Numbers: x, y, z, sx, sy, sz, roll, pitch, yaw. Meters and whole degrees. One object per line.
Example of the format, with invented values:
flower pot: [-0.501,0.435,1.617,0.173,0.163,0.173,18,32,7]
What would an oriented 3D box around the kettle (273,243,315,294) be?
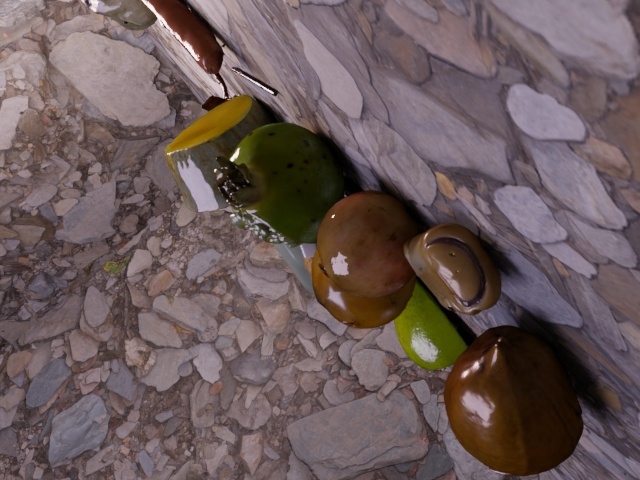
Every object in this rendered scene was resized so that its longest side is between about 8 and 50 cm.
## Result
kettle: [0.000,0.000,1.900,0.361,0.250,0.376,17,154,41]

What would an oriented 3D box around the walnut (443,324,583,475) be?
walnut: [0.289,0.239,0.863,0.209,0.209,0.336,45,169,44]

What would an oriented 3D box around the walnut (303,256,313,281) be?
walnut: [0.061,0.056,1.627,0.198,0.198,0.245,47,-143,17]

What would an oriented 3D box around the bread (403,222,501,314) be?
bread: [0.189,0.039,0.809,0.134,0.081,0.225,53,179,3]

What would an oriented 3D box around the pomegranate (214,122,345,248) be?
pomegranate: [-0.088,-0.110,1.116,0.260,0.260,0.341,47,-162,16]

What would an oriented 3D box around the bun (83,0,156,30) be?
bun: [-0.562,-0.687,1.528,0.273,0.168,0.273,42,-178,-2]

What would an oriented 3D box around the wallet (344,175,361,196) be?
wallet: [0.083,-0.088,1.215,0.129,0.026,0.088,47,177,30]

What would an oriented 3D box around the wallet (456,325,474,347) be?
wallet: [0.436,0.321,1.412,0.244,0.025,0.124,45,176,41]

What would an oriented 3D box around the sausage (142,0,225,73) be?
sausage: [-0.322,-0.501,1.266,0.326,0.079,0.087,49,-172,13]

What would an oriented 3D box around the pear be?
pear: [0.255,0.204,1.473,0.239,0.139,0.288,64,180,-6]

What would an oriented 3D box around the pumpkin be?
pumpkin: [-0.248,-0.243,1.475,0.199,0.332,0.332,67,169,-26]

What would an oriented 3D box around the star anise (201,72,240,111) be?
star anise: [-0.273,-0.441,1.666,0.141,0.144,0.158,4,-174,-1]

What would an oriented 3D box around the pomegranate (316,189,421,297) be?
pomegranate: [0.083,0.009,0.971,0.191,0.191,0.191,48,177,3]

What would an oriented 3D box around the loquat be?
loquat: [0.093,0.073,1.229,0.235,0.235,0.235,48,177,3]

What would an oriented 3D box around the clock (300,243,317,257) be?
clock: [-0.082,-0.101,1.543,0.262,0.116,0.231,-112,7,-60]

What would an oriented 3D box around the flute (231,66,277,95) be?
flute: [-0.151,-0.358,1.249,0.014,0.014,0.269,51,176,-38]
